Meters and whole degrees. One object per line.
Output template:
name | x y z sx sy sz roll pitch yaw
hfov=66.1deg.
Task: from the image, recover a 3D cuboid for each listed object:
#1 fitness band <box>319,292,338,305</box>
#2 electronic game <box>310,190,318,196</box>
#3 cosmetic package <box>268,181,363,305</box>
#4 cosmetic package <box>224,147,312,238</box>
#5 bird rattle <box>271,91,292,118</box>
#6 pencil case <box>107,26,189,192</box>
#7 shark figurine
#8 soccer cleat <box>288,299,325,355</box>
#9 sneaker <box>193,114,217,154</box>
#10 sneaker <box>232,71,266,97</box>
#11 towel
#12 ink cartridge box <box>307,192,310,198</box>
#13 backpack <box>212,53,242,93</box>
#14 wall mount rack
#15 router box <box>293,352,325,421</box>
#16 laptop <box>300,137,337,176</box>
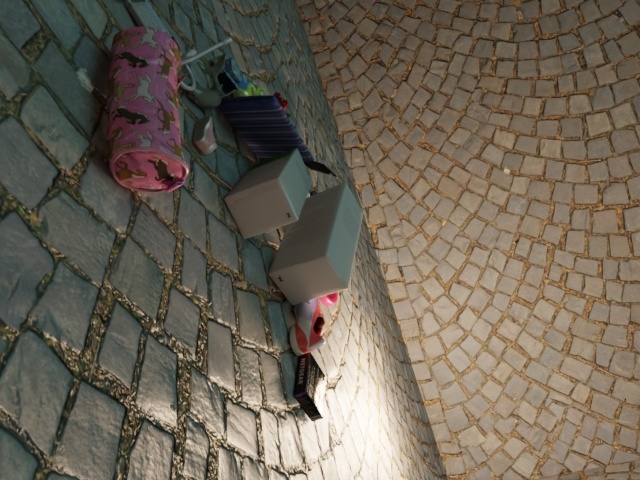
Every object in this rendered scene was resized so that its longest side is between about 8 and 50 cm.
fitness band | 0.011 0.141 2.146 0.209 0.054 0.291 51 25 -58
electronic game | 0.001 -0.137 2.445 0.229 0.048 0.230 -19 90 -76
cosmetic package | 0.000 0.000 1.773 0.162 0.230 0.453 57 29 -26
cosmetic package | -0.158 -0.165 1.632 0.366 0.196 0.155 -76 146 -66
bird rattle | -0.203 -0.478 1.869 0.143 0.206 0.254 111 -35 -46
pencil case | -0.378 -0.289 1.082 0.160 0.167 0.386 114 -29 -56
shark figurine | -0.328 -0.486 1.586 0.278 0.116 0.166 -86 154 -52
soccer cleat | -0.035 0.258 1.697 0.318 0.116 0.109 -86 153 -55
sneaker | -0.336 -0.307 1.454 0.070 0.050 0.134 59 22 -44
sneaker | -0.286 -0.606 1.919 0.240 0.091 0.126 -60 129 -70
towel | -0.188 -0.388 1.734 0.336 0.243 0.040 52 50 -54
ink cartridge box | -0.111 -0.175 2.065 0.332 0.065 0.166 9 63 -72
backpack | -0.333 -0.605 1.764 0.105 0.084 0.114 41 30 -66
wall mount rack | -0.401 -0.617 1.391 0.350 0.130 0.304 59 22 -20
router box | -0.032 0.466 1.590 0.179 0.046 0.133 -85 151 -58
laptop | -0.044 -0.450 2.501 0.234 0.136 0.265 25 48 -70
